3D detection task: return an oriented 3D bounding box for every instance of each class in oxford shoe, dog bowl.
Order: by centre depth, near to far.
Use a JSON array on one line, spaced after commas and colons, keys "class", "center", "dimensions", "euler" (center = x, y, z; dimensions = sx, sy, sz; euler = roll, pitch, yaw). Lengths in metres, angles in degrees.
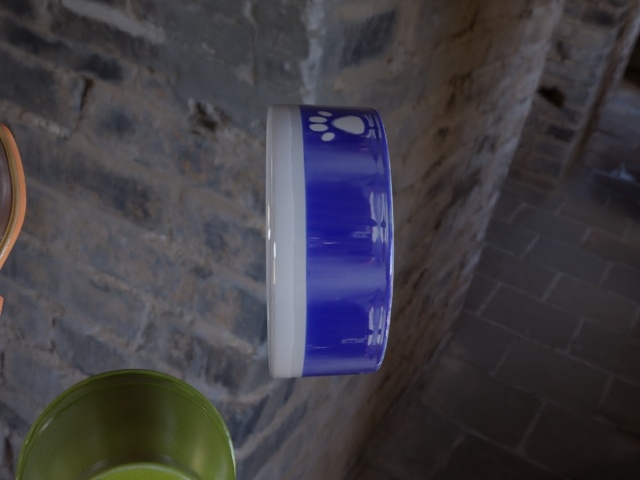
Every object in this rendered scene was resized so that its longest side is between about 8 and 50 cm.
[{"class": "dog bowl", "center": [0.000, 0.000, 0.825], "dimensions": [0.104, 0.265, 0.265], "euler": [-1, 27, -5]}, {"class": "oxford shoe", "center": [-0.482, -0.007, 1.098], "dimensions": [0.133, 0.130, 0.363], "euler": [26, 55, -46]}]

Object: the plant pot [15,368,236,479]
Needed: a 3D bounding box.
[{"class": "plant pot", "center": [-0.285, 0.405, 1.268], "dimensions": [0.366, 0.366, 0.353], "euler": [7, 0, -14]}]
